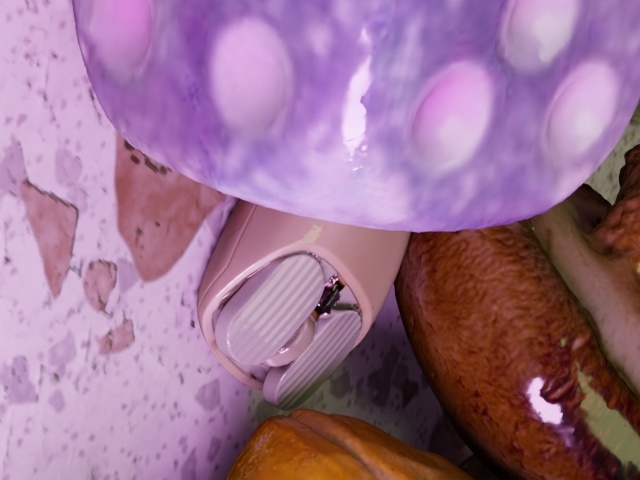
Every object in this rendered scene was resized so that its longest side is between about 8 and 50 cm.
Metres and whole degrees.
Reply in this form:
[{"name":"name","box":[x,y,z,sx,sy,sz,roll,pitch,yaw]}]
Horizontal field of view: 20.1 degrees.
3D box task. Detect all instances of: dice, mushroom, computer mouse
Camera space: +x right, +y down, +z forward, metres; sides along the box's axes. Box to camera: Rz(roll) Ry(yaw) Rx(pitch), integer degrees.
[{"name":"dice","box":[0.031,-0.169,1.076,0.270,0.270,0.271,-4,113,-45]},{"name":"mushroom","box":[0.199,0.080,1.411,0.345,0.345,0.239,-38,164,-43]},{"name":"computer mouse","box":[0.000,0.000,1.280,0.236,0.082,0.145,-62,142,-24]}]

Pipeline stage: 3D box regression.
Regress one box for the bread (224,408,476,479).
[{"name":"bread","box":[0.039,0.307,1.206,0.337,0.328,0.148,-58,-176,-18]}]

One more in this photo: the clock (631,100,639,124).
[{"name":"clock","box":[0.335,-0.232,1.695,0.170,0.069,0.232,40,66,-51]}]

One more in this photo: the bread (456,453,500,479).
[{"name":"bread","box":[0.138,0.280,1.515,0.230,0.123,0.230,-24,122,-47]}]
